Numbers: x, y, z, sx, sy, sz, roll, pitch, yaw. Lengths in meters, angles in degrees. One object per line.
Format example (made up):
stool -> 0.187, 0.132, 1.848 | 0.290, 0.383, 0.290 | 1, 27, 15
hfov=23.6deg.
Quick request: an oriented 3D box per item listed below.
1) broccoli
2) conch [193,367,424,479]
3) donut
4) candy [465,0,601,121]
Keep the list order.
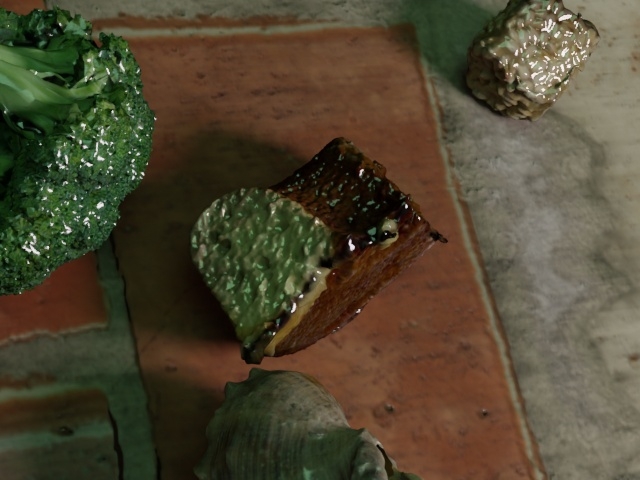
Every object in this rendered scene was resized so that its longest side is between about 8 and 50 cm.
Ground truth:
broccoli -> -0.252, -0.091, 1.073 | 0.270, 0.270, 0.270 | -12, 39, 10
conch -> 0.021, 0.176, 1.067 | 0.178, 0.245, 0.163 | -6, 101, -40
donut -> -0.008, 0.008, 1.180 | 0.186, 0.144, 0.126 | -39, 71, -5
candy -> 0.183, -0.165, 1.340 | 0.095, 0.085, 0.110 | 37, 69, -4
